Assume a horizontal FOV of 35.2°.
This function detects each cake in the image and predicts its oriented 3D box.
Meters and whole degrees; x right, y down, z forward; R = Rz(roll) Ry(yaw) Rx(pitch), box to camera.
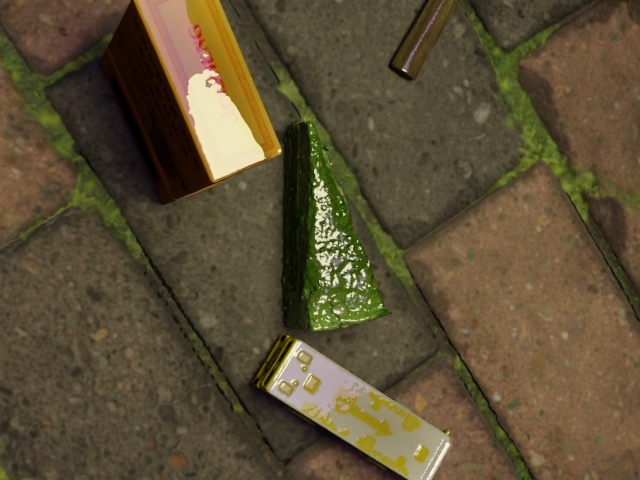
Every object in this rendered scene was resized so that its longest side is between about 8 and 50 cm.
[{"bbox_3d":[-0.016,-0.013,1.115,0.099,0.100,0.235,-21,95,-18],"label":"cake"}]

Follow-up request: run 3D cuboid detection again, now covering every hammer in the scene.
[{"bbox_3d":[0.188,-0.352,1.230,0.111,0.043,0.365,33,81,-15],"label":"hammer"}]

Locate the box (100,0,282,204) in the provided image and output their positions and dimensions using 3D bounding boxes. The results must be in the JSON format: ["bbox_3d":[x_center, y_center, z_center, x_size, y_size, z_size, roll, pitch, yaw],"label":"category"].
[{"bbox_3d":[-0.136,-0.134,0.990,0.076,0.274,0.174,-23,95,-18],"label":"box"}]

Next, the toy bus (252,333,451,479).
[{"bbox_3d":[0.037,0.191,1.140,0.226,0.074,0.081,36,78,-13],"label":"toy bus"}]
